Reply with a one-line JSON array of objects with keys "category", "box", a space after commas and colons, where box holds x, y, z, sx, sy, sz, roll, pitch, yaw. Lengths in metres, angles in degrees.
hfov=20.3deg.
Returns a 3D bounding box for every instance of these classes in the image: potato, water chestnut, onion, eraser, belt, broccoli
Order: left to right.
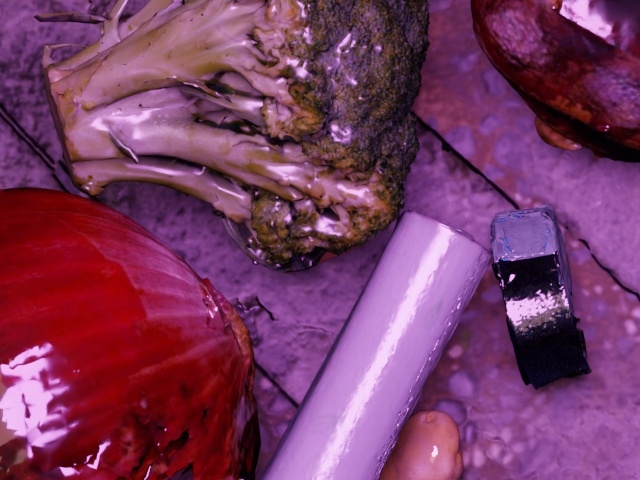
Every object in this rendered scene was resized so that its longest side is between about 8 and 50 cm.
[{"category": "onion", "box": [-0.200, 0.114, 1.291, 0.341, 0.341, 0.341, -2, 83, 12]}, {"category": "broccoli", "box": [-0.060, -0.136, 1.300, 0.283, 0.321, 0.304, -16, 49, -8]}, {"category": "eraser", "box": [0.040, 0.098, 1.315, 0.081, 0.174, 0.227, 28, 85, 3]}, {"category": "potato", "box": [0.075, 0.168, 1.367, 0.083, 0.068, 0.062, -28, 114, 22]}, {"category": "belt", "box": [0.162, 0.041, 1.340, 0.058, 0.105, 0.140, -12, 69, 11]}, {"category": "water chestnut", "box": [0.226, -0.179, 1.295, 0.223, 0.238, 0.224, 10, 49, -12]}]

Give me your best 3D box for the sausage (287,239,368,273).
[{"category": "sausage", "box": [0.000, 0.000, 1.417, 0.083, 0.034, 0.034, -22, 79, 8]}]
